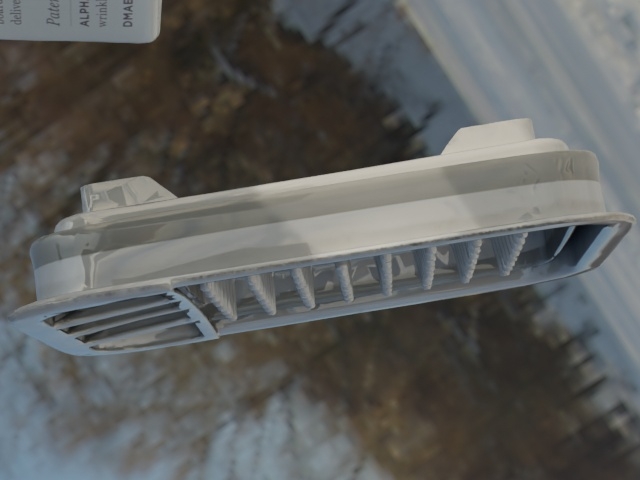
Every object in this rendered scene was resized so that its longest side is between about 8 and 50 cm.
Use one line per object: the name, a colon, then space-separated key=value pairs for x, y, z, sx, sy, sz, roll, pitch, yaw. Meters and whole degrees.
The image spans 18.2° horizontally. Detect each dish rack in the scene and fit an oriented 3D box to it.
dish rack: x=0.000 y=0.000 z=1.137 sx=0.285 sy=0.332 sz=0.072 roll=74 pitch=-173 yaw=-81

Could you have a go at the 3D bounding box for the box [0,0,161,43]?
box: x=-0.120 y=-0.203 z=0.792 sx=0.182 sy=0.119 sz=0.181 roll=98 pitch=172 yaw=-53
